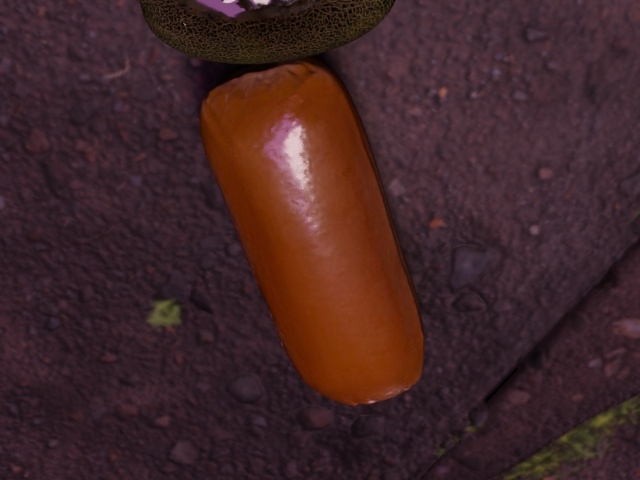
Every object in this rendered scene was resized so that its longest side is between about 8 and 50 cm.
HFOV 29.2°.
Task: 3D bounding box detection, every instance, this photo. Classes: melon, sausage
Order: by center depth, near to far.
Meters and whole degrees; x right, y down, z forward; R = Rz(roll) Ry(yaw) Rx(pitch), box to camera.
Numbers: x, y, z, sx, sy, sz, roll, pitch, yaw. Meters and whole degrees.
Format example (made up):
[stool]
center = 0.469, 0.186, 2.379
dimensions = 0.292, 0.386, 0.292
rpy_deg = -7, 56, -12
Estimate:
[melon]
center = -0.032, -0.158, 0.746
dimensions = 0.162, 0.099, 0.099
rpy_deg = -4, 122, -2
[sausage]
center = 0.001, 0.000, 0.844
dimensions = 0.105, 0.105, 0.274
rpy_deg = -15, 121, 10
